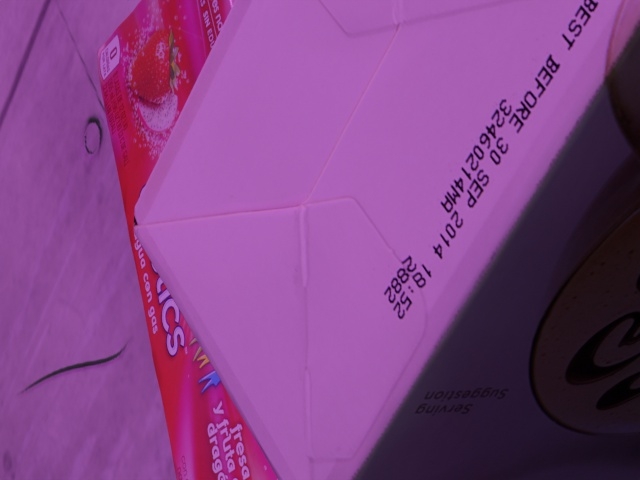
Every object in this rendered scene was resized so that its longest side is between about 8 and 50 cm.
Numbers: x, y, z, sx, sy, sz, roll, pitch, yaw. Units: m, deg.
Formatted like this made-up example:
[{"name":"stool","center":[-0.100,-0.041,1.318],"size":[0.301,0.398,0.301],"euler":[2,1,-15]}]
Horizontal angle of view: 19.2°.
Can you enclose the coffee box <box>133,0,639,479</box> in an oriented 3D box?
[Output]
[{"name":"coffee box","center":[0.124,-0.028,0.515],"size":[0.119,0.297,0.168],"euler":[57,131,36]}]

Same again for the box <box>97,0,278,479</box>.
[{"name":"box","center":[0.000,0.000,0.841],"size":[0.122,0.128,0.257],"euler":[-39,57,48]}]
